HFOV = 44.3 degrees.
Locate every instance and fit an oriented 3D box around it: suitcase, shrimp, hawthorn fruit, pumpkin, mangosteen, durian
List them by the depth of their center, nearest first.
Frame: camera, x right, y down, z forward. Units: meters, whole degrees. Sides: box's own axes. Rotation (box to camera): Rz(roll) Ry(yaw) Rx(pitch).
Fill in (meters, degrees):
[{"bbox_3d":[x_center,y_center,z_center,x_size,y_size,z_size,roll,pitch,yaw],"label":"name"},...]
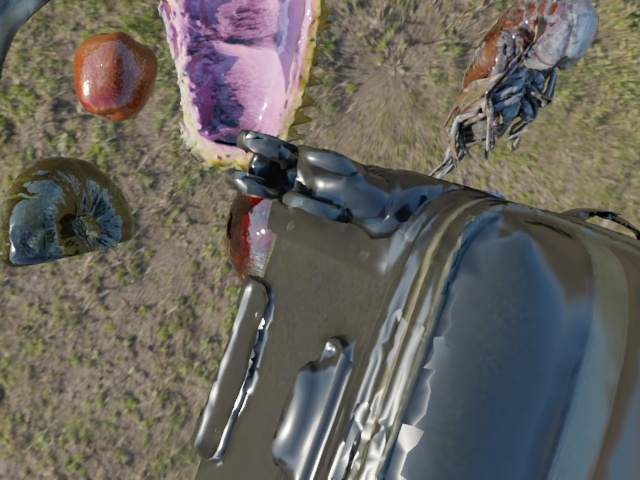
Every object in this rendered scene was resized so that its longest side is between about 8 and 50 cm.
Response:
[{"bbox_3d":[0.127,0.118,0.456,0.434,0.194,0.283,18,92,-34],"label":"suitcase"},{"bbox_3d":[0.114,-0.089,0.500,0.057,0.065,0.165,-6,137,-30],"label":"shrimp"},{"bbox_3d":[-0.064,-0.228,0.824,0.191,0.112,0.341,3,115,16],"label":"durian"},{"bbox_3d":[-0.327,-0.257,1.248,0.133,0.133,0.138,20,79,1],"label":"hawthorn fruit"},{"bbox_3d":[-0.012,-0.007,1.344,0.311,0.311,0.311,1,102,5],"label":"mangosteen"},{"bbox_3d":[-0.577,-0.075,1.784,0.242,0.325,0.232,4,107,34],"label":"pumpkin"}]

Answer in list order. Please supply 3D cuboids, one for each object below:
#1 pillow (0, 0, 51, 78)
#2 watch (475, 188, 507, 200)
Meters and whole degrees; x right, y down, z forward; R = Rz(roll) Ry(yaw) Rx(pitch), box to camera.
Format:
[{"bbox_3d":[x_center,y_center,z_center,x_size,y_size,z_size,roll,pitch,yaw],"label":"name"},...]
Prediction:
[{"bbox_3d":[-0.287,-0.195,0.667,0.055,0.091,0.135,30,85,19],"label":"pillow"},{"bbox_3d":[0.221,0.009,1.167,0.196,0.200,0.171,35,66,-5],"label":"watch"}]
